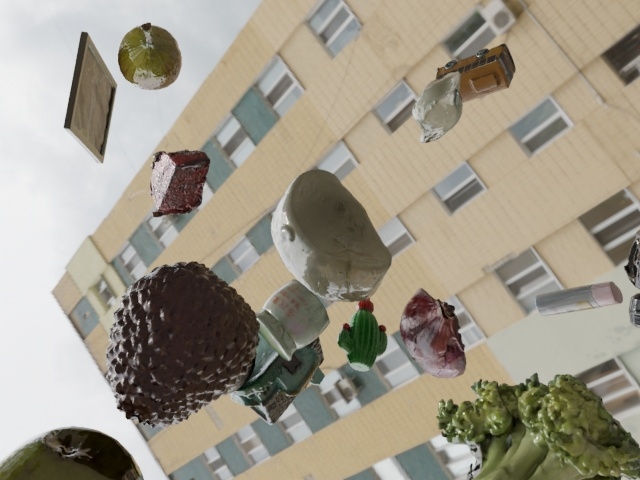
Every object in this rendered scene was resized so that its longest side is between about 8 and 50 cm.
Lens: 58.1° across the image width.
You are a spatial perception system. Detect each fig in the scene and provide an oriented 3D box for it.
[{"bbox_3d":[-0.390,0.408,0.876,0.239,0.271,0.239,11,-118,-21],"label":"fig"},{"bbox_3d":[-0.421,-0.454,1.364,0.143,0.160,0.231,29,175,14],"label":"fig"}]

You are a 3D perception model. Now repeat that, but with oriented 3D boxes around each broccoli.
[{"bbox_3d":[0.372,0.400,0.998,0.281,0.348,0.293,-15,-95,-34],"label":"broccoli"}]

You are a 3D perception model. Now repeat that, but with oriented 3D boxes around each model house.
[{"bbox_3d":[-0.103,0.376,1.599,0.280,0.230,0.249,-48,-64,-26],"label":"model house"}]

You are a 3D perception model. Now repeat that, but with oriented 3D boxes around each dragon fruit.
[{"bbox_3d":[-0.280,-0.126,1.108,0.102,0.147,0.096,-16,-126,-47],"label":"dragon fruit"}]

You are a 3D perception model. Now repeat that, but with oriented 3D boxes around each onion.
[{"bbox_3d":[0.264,0.225,1.410,0.120,0.283,0.227,-25,-120,-9],"label":"onion"}]

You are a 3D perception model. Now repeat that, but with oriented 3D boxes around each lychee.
[{"bbox_3d":[-0.231,0.174,0.938,0.271,0.271,0.271,28,-139,-28],"label":"lychee"}]

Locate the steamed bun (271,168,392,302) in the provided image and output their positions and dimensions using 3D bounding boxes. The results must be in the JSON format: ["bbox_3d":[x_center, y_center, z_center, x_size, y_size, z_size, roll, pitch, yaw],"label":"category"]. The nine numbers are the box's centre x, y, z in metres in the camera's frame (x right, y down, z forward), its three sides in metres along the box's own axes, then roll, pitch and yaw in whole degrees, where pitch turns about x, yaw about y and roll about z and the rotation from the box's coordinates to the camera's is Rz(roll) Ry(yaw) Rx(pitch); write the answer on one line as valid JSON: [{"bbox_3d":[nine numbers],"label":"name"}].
[{"bbox_3d":[-0.001,0.004,1.594,0.236,0.247,0.383,-22,-114,-29],"label":"steamed bun"}]

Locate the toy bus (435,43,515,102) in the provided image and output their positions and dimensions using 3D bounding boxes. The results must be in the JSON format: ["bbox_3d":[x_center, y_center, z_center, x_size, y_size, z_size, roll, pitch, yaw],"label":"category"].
[{"bbox_3d":[0.423,-0.450,1.585,0.098,0.201,0.114,53,-139,-32],"label":"toy bus"}]

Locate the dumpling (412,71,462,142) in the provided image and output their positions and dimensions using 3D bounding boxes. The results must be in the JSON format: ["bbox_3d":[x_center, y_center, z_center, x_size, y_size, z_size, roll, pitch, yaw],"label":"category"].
[{"bbox_3d":[0.267,-0.315,1.329,0.108,0.188,0.127,8,-133,-15],"label":"dumpling"}]

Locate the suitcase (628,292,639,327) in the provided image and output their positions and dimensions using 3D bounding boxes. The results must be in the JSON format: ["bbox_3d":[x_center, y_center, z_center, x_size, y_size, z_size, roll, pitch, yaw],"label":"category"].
[{"bbox_3d":[0.736,0.130,1.027,0.206,0.285,0.066,-8,-81,-37],"label":"suitcase"}]

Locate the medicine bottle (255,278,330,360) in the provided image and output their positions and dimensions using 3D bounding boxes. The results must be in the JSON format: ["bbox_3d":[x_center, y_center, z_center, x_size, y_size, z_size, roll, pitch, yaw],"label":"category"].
[{"bbox_3d":[-0.073,0.185,1.339,0.143,0.147,0.147,-39,-91,-18],"label":"medicine bottle"}]

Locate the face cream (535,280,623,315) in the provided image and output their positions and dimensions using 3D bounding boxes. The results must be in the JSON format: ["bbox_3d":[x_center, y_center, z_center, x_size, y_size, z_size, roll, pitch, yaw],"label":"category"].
[{"bbox_3d":[0.656,0.151,1.473,0.084,0.198,0.057,30,-123,-35],"label":"face cream"}]

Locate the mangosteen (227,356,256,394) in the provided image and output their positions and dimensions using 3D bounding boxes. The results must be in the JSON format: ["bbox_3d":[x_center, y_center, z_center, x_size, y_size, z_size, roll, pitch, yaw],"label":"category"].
[{"bbox_3d":[-0.238,0.250,1.428,0.235,0.261,0.235,55,-179,-1],"label":"mangosteen"}]

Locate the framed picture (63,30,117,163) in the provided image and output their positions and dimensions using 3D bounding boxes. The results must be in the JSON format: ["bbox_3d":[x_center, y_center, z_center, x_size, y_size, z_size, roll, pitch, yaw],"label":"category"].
[{"bbox_3d":[-0.575,-0.346,1.457,0.020,0.324,0.240,8,-99,-7],"label":"framed picture"}]

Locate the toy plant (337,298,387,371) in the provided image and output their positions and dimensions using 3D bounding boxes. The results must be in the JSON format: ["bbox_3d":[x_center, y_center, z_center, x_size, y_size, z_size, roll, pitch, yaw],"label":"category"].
[{"bbox_3d":[0.134,0.274,1.686,0.154,0.088,0.240,47,-140,-4],"label":"toy plant"}]

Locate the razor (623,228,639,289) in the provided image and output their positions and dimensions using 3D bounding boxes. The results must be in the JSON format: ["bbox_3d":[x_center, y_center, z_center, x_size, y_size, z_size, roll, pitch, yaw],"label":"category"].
[{"bbox_3d":[0.874,0.089,1.294,0.349,0.113,0.204,19,-137,17],"label":"razor"}]
